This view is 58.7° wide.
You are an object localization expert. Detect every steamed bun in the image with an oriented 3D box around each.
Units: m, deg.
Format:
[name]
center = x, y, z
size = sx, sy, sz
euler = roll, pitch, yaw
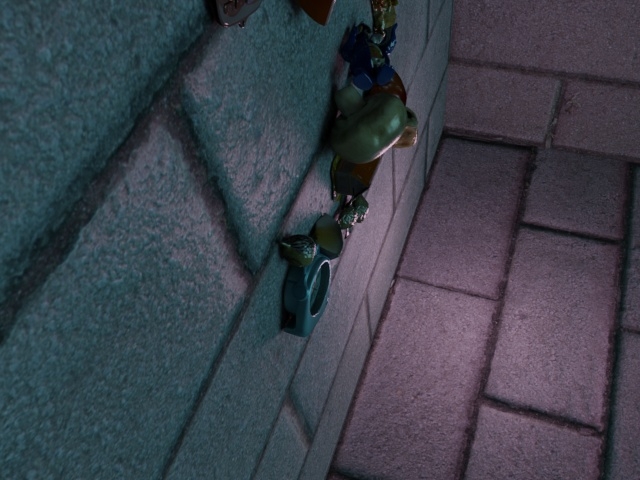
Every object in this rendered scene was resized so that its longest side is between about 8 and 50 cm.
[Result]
[steamed bun]
center = 0.370, -0.524, 2.570
size = 0.172, 0.141, 0.155
euler = 79, 16, -61

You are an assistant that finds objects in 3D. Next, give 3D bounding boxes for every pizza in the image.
[pizza]
center = 0.217, -0.818, 1.923
size = 0.251, 0.074, 0.287
euler = -39, 138, -60

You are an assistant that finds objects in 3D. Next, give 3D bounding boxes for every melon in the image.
[melon]
center = 0.001, 0.004, 1.867
size = 0.139, 0.093, 0.202
euler = -56, -152, 35

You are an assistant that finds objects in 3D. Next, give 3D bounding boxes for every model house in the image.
[model house]
center = 0.135, -0.240, 1.984
size = 0.207, 0.136, 0.219
euler = 82, 27, -47

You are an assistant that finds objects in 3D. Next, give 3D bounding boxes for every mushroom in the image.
[mushroom]
center = 0.132, -0.376, 1.754
size = 0.234, 0.254, 0.260
euler = 50, 39, -23

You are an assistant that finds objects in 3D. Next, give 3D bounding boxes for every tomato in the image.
[tomato]
center = 0.255, -0.537, 2.141
size = 0.200, 0.140, 0.233
euler = 78, 29, -68

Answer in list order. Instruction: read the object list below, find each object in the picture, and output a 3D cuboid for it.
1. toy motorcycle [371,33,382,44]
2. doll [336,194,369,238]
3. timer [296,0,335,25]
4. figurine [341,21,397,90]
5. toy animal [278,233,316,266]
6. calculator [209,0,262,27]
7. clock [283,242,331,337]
[toy motorcycle]
center = 0.157, -0.616, 1.879
size = 0.228, 0.074, 0.151
euler = -57, 151, -42
[doll]
center = 0.095, -0.074, 2.089
size = 0.286, 0.091, 0.202
euler = -63, 149, -32
[timer]
center = 0.019, -0.648, 1.258
size = 0.250, 0.161, 0.257
euler = 60, 45, -77
[figurine]
center = 0.145, -0.561, 1.734
size = 0.120, 0.164, 0.262
euler = 88, 9, -58
[toy animal]
center = -0.066, 0.016, 1.618
size = 0.137, 0.098, 0.098
euler = 53, 49, -42
[calculator]
center = -0.147, -0.536, 0.989
size = 0.220, 0.048, 0.329
euler = -59, 158, -49
[clock]
center = -0.041, 0.145, 1.789
size = 0.223, 0.094, 0.274
euler = -54, 150, -54
